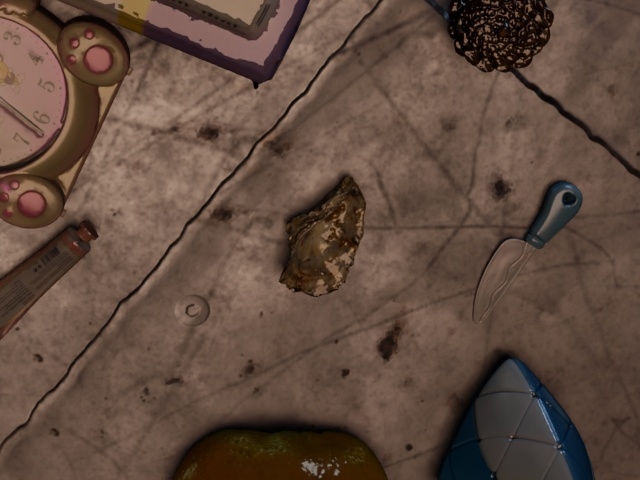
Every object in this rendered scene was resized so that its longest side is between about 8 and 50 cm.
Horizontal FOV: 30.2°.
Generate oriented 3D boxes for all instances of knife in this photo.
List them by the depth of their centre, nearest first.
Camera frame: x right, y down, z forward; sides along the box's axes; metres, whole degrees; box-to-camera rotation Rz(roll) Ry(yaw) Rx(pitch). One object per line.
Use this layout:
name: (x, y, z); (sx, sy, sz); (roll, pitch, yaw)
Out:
knife: (0.285, 0.016, 1.700); (0.058, 0.032, 0.244); (35, 102, -19)

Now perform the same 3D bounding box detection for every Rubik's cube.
Rubik's cube: (0.330, 0.338, 1.699); (0.255, 0.254, 0.254); (-2, 106, -9)

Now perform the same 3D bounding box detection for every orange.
orange: (-0.056, 0.399, 1.688); (0.335, 0.196, 0.262); (7, 91, -4)

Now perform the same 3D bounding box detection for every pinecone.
pinecone: (0.232, -0.290, 1.549); (0.140, 0.121, 0.140); (-3, 108, -9)

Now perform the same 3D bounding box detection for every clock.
clock: (-0.419, -0.190, 1.478); (0.310, 0.114, 0.284); (24, 102, -14)

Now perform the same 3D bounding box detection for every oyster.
oyster: (0.005, -0.006, 1.630); (0.106, 0.056, 0.177); (12, 105, -24)

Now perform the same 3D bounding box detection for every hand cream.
hand cream: (-0.384, 0.051, 1.594); (0.210, 0.043, 0.067); (-39, 106, 9)

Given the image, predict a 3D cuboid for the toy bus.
toy bus: (-0.207, -0.353, 1.391); (0.440, 0.249, 0.209); (22, 102, -14)
